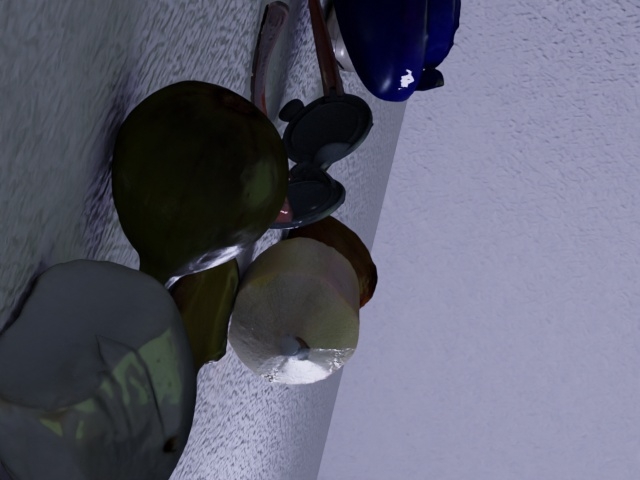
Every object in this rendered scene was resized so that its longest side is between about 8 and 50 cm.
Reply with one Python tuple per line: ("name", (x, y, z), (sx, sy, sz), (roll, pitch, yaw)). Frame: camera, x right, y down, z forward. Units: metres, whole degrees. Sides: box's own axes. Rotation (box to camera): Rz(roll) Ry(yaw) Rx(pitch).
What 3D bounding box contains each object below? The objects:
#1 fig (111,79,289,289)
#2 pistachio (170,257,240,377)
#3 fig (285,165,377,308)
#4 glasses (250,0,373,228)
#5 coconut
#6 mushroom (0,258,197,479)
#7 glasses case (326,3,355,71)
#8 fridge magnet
("fig", (-0.107, 0.006, 1.267), (0.236, 0.124, 0.124), (-63, 177, 14))
("pistachio", (-0.114, 0.073, 1.637), (0.173, 0.049, 0.089), (-66, 147, -48))
("fig", (0.000, 0.000, 2.355), (0.146, 0.134, 0.201), (-139, -142, -65))
("glasses", (-0.036, -0.166, 1.852), (0.234, 0.118, 0.268), (-66, 150, -48))
("coconut", (-0.026, 0.084, 2.067), (0.152, 0.147, 0.147), (-79, -179, -62))
("mushroom", (-0.157, 0.153, 1.207), (0.159, 0.122, 0.328), (-28, 147, -29))
("glasses case", (0.034, -0.247, 2.224), (0.204, 0.051, 0.081), (27, 77, -84))
("fridge magnet", (0.073, -0.277, 1.942), (0.265, 0.113, 0.265), (172, -90, -76))
